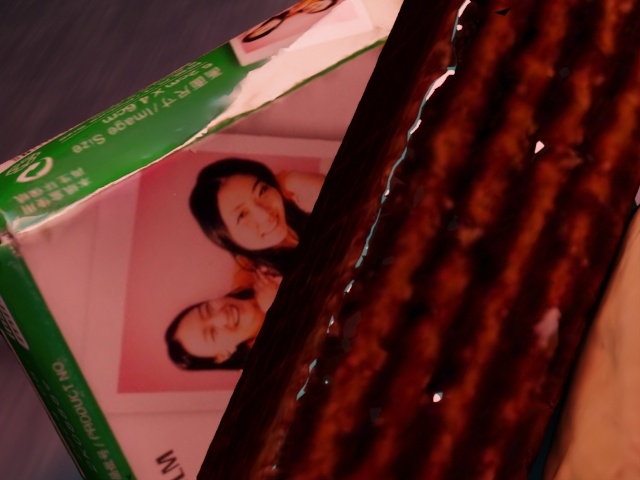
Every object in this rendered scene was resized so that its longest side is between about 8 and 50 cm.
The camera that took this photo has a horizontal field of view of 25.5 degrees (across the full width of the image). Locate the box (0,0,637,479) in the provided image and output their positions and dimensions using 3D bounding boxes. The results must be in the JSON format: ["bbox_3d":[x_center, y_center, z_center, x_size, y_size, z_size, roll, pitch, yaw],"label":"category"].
[{"bbox_3d":[0.000,0.000,0.555,0.250,0.180,0.103,-29,23,-14],"label":"box"}]

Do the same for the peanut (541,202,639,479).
[{"bbox_3d":[0.156,0.022,0.424,0.143,0.159,0.291,25,43,14],"label":"peanut"}]

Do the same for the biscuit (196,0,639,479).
[{"bbox_3d":[0.040,-0.008,0.429,0.388,0.073,0.107,-67,8,-15],"label":"biscuit"}]
